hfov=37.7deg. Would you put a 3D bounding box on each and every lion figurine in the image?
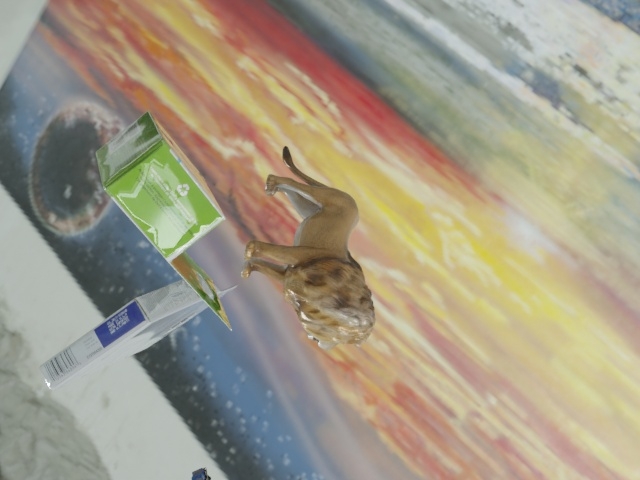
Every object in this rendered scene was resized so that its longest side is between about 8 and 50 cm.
[{"bbox_3d":[0.000,0.000,1.653,0.240,0.142,0.392,14,-126,-2],"label":"lion figurine"}]

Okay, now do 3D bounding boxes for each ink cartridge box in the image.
[{"bbox_3d":[-0.176,-0.030,1.246,0.255,0.097,0.189,52,180,-25],"label":"ink cartridge box"},{"bbox_3d":[-0.385,0.181,2.016,0.071,0.324,0.330,58,-152,4],"label":"ink cartridge box"}]

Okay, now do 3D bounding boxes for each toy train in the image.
[{"bbox_3d":[-0.173,0.394,1.383,0.036,0.027,0.158,60,-174,-35],"label":"toy train"}]
